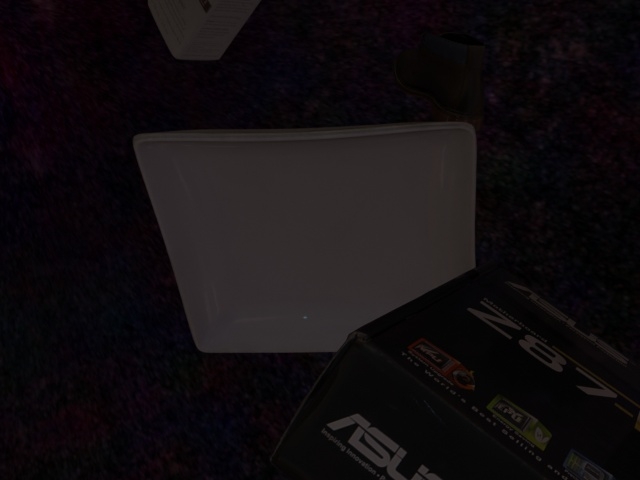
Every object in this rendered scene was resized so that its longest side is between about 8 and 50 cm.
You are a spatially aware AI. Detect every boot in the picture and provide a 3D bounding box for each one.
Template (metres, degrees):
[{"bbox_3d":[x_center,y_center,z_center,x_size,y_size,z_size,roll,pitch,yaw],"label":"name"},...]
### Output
[{"bbox_3d":[0.151,-0.220,1.314,0.082,0.219,0.106,-3,121,-19],"label":"boot"}]

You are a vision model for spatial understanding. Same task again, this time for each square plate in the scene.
[{"bbox_3d":[0.000,0.000,1.180,0.344,0.049,0.347,-2,136,7],"label":"square plate"}]

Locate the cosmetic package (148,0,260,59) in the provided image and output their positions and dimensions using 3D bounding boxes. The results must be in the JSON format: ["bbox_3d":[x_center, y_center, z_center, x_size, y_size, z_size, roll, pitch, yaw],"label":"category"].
[{"bbox_3d":[-0.140,-0.365,1.476,0.085,0.117,0.231,-8,151,-41],"label":"cosmetic package"}]

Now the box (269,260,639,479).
[{"bbox_3d":[0.199,0.175,0.607,0.395,0.318,0.097,37,105,15],"label":"box"}]
